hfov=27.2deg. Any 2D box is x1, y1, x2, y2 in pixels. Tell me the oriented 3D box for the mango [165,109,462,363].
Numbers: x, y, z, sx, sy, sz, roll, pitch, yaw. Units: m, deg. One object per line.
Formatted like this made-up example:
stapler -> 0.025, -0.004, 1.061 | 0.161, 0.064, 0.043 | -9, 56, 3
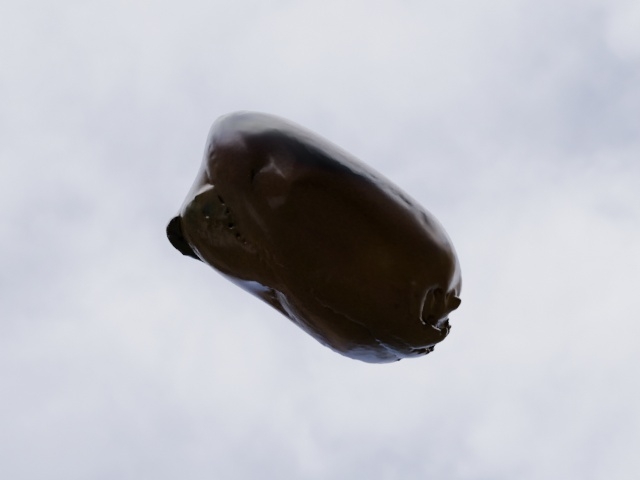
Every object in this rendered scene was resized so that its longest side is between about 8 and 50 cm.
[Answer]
mango -> 0.000, 0.000, 1.205 | 0.287, 0.201, 0.152 | 33, -103, 6
